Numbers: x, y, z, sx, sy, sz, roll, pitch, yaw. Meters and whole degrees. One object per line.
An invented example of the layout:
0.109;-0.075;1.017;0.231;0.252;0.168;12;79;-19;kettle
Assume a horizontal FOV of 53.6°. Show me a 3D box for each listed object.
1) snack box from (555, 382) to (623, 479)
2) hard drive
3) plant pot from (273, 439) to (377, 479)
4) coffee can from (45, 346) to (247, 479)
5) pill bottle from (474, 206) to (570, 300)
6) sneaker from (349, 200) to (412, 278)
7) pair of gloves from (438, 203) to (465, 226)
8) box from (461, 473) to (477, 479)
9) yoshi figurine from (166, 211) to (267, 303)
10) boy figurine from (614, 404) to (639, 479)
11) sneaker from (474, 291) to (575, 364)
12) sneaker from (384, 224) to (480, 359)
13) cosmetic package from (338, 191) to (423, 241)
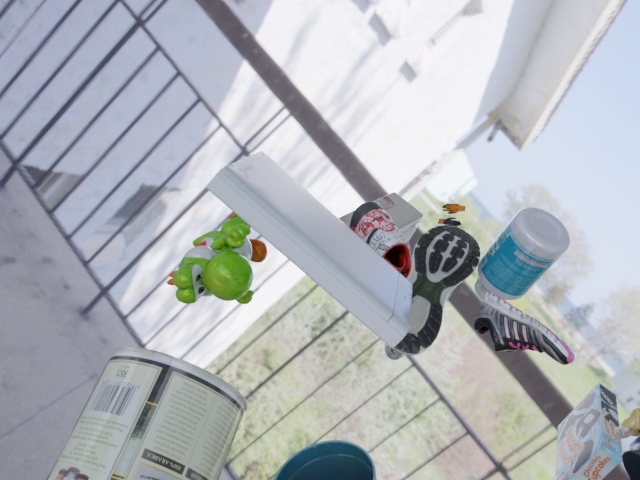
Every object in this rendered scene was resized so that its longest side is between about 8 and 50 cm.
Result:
0.689;0.519;1.638;0.060;0.187;0.322;35;25;9;snack box
0.000;0.000;1.006;0.353;0.047;0.233;41;17;-2;hard drive
0.039;0.700;1.611;0.271;0.272;0.255;-103;176;-64;plant pot
-0.232;0.302;0.795;0.201;0.202;0.275;41;54;-30;coffee can
0.490;0.051;1.589;0.146;0.264;0.146;13;45;-14;pill bottle
0.110;0.065;1.306;0.090;0.270;0.145;-13;44;-23;sneaker
0.411;-0.078;1.982;0.074;0.083;0.010;6;30;-4;pair of gloves
0.265;0.477;1.134;0.087;0.058;0.232;51;6;24;box
-0.201;0.048;1.490;0.203;0.203;0.362;49;29;-6;yoshi figurine
0.674;0.371;1.242;0.285;0.177;0.092;-25;97;-49;boy figurine
0.308;0.151;0.980;0.170;0.074;0.063;35;3;39;sneaker
0.250;0.127;1.560;0.158;0.410;0.182;34;-31;8;sneaker
0.152;-0.019;1.882;0.129;0.153;0.296;43;41;21;cosmetic package
